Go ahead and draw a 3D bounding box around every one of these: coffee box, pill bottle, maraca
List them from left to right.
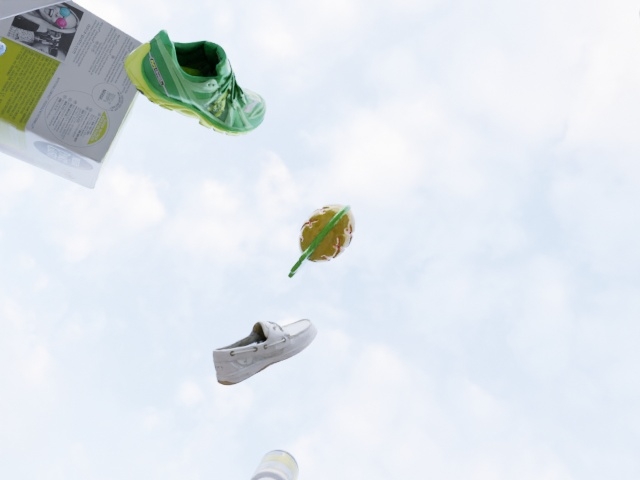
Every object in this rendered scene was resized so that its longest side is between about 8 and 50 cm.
[{"bbox_3d":[-0.673,-0.375,1.164,0.338,0.334,0.338,-10,-121,59],"label":"coffee box"},{"bbox_3d":[-0.127,0.641,1.175,0.119,0.208,0.119,0,-95,5],"label":"pill bottle"},{"bbox_3d":[0.000,0.000,0.883,0.099,0.127,0.185,39,-110,7],"label":"maraca"}]

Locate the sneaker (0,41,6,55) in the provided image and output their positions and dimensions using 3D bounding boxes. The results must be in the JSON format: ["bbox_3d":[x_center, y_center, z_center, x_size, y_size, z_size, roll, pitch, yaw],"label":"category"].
[{"bbox_3d":[-0.557,-0.227,0.699,0.069,0.082,0.209,40,-75,24],"label":"sneaker"}]

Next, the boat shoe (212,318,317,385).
[{"bbox_3d":[-0.121,0.229,1.034,0.098,0.277,0.096,-4,-77,47],"label":"boat shoe"}]

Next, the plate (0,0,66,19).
[{"bbox_3d":[-0.301,-0.349,0.388,0.278,0.045,0.277,-20,-78,-6],"label":"plate"}]

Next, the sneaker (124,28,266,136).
[{"bbox_3d":[-0.184,-0.268,0.785,0.123,0.295,0.109,-36,-109,26],"label":"sneaker"}]
